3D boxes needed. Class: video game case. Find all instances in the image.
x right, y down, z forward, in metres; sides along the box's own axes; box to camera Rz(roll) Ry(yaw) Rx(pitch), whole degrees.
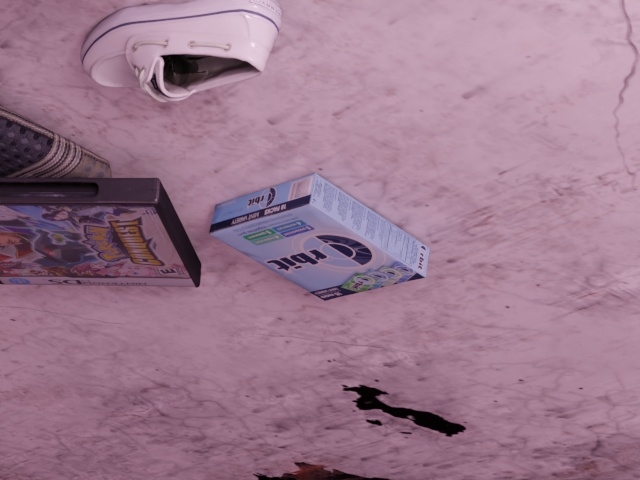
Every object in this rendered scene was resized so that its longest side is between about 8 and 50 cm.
[{"bbox_3d":[-0.275,-0.006,1.783,0.248,0.035,0.275,1,160,6],"label":"video game case"}]

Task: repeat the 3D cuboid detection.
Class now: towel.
[{"bbox_3d":[-0.431,-0.097,1.704,0.324,0.056,0.312,-17,150,41],"label":"towel"}]

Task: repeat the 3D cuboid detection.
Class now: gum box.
[{"bbox_3d":[0.000,0.000,1.745,0.157,0.041,0.184,-16,143,43],"label":"gum box"}]

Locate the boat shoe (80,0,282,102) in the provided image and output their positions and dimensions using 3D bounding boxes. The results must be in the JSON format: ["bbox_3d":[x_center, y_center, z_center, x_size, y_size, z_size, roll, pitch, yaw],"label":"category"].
[{"bbox_3d":[-0.134,-0.162,1.421,0.226,0.076,0.083,-13,145,41],"label":"boat shoe"}]
